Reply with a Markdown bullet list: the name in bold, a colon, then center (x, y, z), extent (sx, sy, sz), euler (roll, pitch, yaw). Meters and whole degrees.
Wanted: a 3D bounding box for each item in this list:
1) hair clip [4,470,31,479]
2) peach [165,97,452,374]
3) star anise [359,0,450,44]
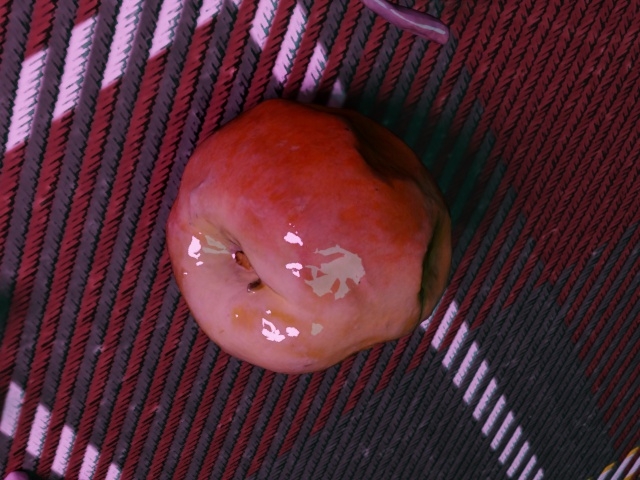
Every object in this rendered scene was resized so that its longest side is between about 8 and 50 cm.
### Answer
- **hair clip**: center (-0.343, 0.365, 1.000), extent (0.101, 0.085, 0.331), euler (23, 107, -43)
- **peach**: center (0.000, 0.000, 0.812), extent (0.235, 0.214, 0.214), euler (-6, 132, -49)
- **star anise**: center (0.062, -0.294, 0.601), extent (0.316, 0.139, 0.359), euler (-31, 127, 34)
